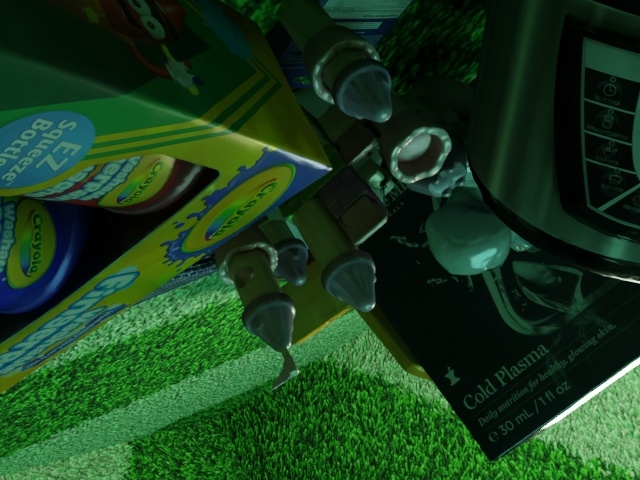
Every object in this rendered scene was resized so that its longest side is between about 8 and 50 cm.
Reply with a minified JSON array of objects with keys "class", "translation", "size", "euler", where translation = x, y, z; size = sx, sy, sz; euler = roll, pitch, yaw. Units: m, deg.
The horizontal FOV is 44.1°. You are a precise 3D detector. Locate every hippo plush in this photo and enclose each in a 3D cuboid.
[{"class":"hippo plush","translation":[0.209,-0.089,1.120],"size":[0.294,0.234,0.236],"euler":[-49,157,-50]}]

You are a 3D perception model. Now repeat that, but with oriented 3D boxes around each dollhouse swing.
[{"class":"dollhouse swing","translation":[0.129,0.179,1.626],"size":[0.347,0.304,0.315],"euler":[-11,158,-47]}]

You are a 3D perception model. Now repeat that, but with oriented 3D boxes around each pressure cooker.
[{"class":"pressure cooker","translation":[0.337,-0.216,0.758],"size":[0.370,0.375,0.420],"euler":[-20,136,-24]}]

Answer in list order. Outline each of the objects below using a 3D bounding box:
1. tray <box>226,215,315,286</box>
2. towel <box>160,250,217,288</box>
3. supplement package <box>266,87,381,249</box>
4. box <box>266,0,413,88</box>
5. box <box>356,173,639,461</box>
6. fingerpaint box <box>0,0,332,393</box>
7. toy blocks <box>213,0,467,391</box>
[{"class":"tray","translation":[0.000,0.000,1.538],"size":[0.203,0.076,0.411],"euler":[-35,163,27]},{"class":"towel","translation":[-0.301,0.078,1.229],"size":[0.243,0.040,0.336],"euler":[-23,178,9]},{"class":"supplement package","translation":[-0.013,-0.094,1.092],"size":[0.139,0.133,0.244],"euler":[-24,164,-10]},{"class":"box","translation":[0.028,-0.245,0.851],"size":[0.136,0.036,0.225],"euler":[-13,158,-39]},{"class":"box","translation":[0.361,0.021,1.324],"size":[0.480,0.471,0.297],"euler":[-45,157,22]},{"class":"fingerpaint box","translation":[-0.270,-0.019,0.568],"size":[0.445,0.163,0.371],"euler":[-32,164,19]},{"class":"toy blocks","translation":[0.017,-0.027,0.805],"size":[0.289,0.260,0.309],"euler":[-41,139,11]}]
